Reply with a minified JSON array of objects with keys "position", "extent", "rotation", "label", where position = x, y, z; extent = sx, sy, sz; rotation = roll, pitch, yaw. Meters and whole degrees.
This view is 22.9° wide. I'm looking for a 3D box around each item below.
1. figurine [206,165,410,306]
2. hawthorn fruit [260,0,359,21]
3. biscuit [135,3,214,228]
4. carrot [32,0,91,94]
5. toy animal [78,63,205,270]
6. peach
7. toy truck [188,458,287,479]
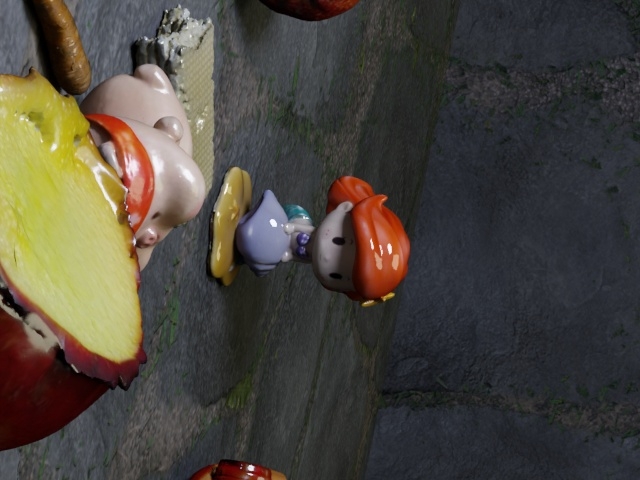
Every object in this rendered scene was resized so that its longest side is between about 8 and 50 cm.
[{"position":[0.000,-0.007,2.090],"extent":[0.208,0.257,0.181],"rotation":[58,45,-72],"label":"figurine"},{"position":[-0.011,-0.368,1.992],"extent":[0.188,0.169,0.169],"rotation":[-69,164,-52],"label":"hawthorn fruit"},{"position":[-0.160,-0.134,1.748],"extent":[0.108,0.061,0.239],"rotation":[-60,156,-55],"label":"biscuit"},{"position":[-0.238,-0.194,1.434],"extent":[0.165,0.035,0.036],"rotation":[80,24,-50],"label":"carrot"},{"position":[-0.191,-0.059,1.472],"extent":[0.198,0.171,0.171],"rotation":[-72,166,-58],"label":"toy animal"},{"position":[-0.262,0.014,1.155],"extent":[0.258,0.201,0.362],"rotation":[62,13,-19],"label":"peach"},{"position":[-0.113,0.405,2.163],"extent":[0.264,0.239,0.189],"rotation":[23,73,-35],"label":"toy truck"}]
